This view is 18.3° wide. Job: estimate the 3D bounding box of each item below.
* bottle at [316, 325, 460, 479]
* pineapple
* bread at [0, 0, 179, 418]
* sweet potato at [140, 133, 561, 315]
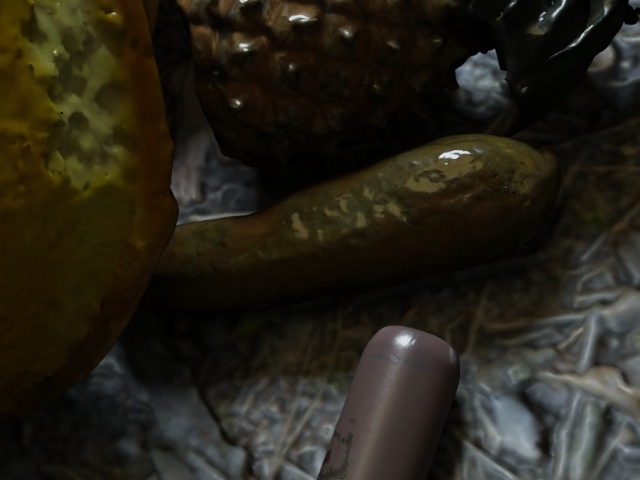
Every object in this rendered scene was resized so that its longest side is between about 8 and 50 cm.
[{"bbox_3d":[0.029,0.113,1.004,0.053,0.053,0.140,7,61,26],"label":"bottle"},{"bbox_3d":[0.104,-0.138,1.085,0.364,0.165,0.165,-11,54,13],"label":"pineapple"},{"bbox_3d":[-0.256,-0.085,1.080,0.398,0.215,0.398,8,103,39],"label":"bread"},{"bbox_3d":[0.000,0.000,1.088,0.273,0.075,0.075,-15,53,18],"label":"sweet potato"}]
